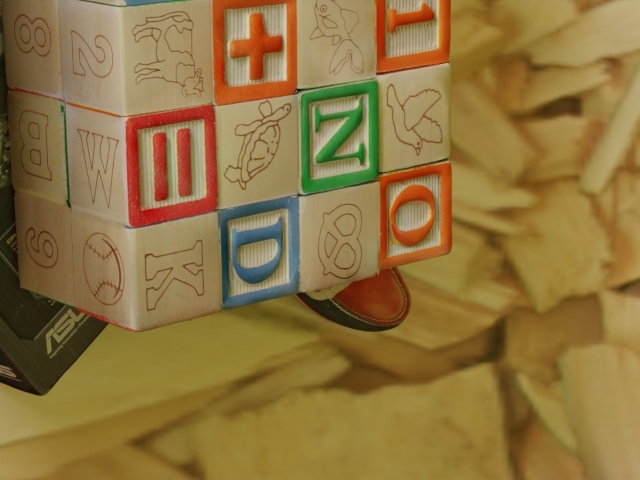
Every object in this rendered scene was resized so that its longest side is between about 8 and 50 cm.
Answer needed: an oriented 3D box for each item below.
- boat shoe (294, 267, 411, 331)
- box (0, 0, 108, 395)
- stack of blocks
[{"bbox_3d":[0.000,0.000,0.951,0.137,0.043,0.049,43,69,-28],"label":"boat shoe"},{"bbox_3d":[-0.107,-0.077,0.850,0.231,0.056,0.183,-50,127,-20],"label":"box"},{"bbox_3d":[-0.036,-0.129,0.801,0.171,0.087,0.297,-13,109,-38],"label":"stack of blocks"}]
